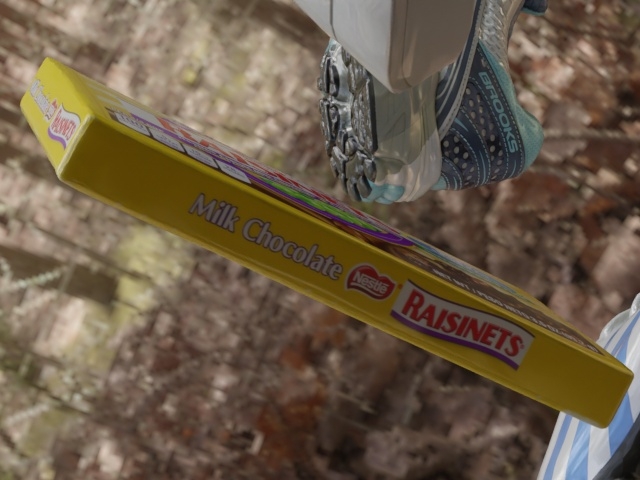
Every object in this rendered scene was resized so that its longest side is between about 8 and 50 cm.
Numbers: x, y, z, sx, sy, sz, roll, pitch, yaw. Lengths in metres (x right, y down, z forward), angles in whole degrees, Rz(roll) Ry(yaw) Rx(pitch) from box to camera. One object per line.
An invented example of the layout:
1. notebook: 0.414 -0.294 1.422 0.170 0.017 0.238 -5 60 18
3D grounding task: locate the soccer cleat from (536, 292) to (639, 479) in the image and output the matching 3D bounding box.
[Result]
1. soccer cleat: 0.192 0.044 0.871 0.331 0.116 0.143 -61 15 17

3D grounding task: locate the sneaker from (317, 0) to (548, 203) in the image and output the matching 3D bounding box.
1. sneaker: 0.057 -0.154 0.977 0.110 0.122 0.283 139 129 -66

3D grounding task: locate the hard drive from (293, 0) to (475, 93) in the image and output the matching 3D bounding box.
1. hard drive: -0.067 -0.241 0.646 0.047 0.233 0.353 -33 63 -21

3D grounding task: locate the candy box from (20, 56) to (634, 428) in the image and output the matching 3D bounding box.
1. candy box: 0.000 0.000 0.592 0.027 0.205 0.105 -63 22 4
